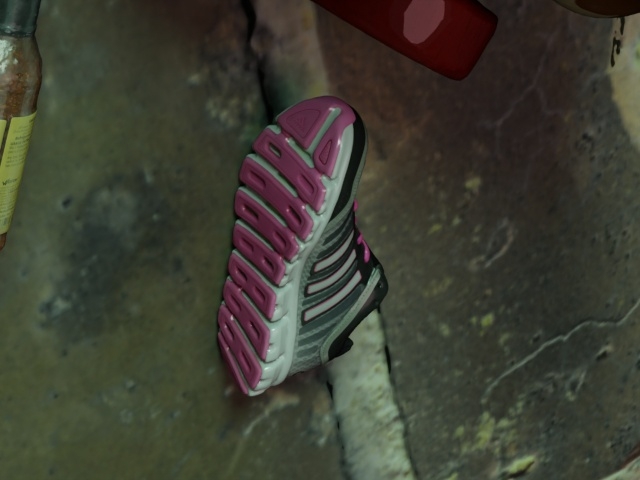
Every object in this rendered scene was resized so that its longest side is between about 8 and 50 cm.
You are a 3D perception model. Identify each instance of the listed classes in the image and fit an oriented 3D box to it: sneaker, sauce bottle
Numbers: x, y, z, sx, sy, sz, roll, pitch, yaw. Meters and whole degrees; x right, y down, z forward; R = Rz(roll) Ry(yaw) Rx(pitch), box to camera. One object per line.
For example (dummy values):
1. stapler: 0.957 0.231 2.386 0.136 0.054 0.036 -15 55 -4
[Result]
1. sneaker: 0.000 0.000 0.873 0.075 0.063 0.170 -10 129 -34
2. sauce bottle: -0.138 -0.057 0.732 0.042 0.042 0.128 0 117 -40

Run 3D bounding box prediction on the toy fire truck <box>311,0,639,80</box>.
1. toy fire truck: 0.071 -0.145 0.689 0.302 0.254 0.169 22 103 -46
